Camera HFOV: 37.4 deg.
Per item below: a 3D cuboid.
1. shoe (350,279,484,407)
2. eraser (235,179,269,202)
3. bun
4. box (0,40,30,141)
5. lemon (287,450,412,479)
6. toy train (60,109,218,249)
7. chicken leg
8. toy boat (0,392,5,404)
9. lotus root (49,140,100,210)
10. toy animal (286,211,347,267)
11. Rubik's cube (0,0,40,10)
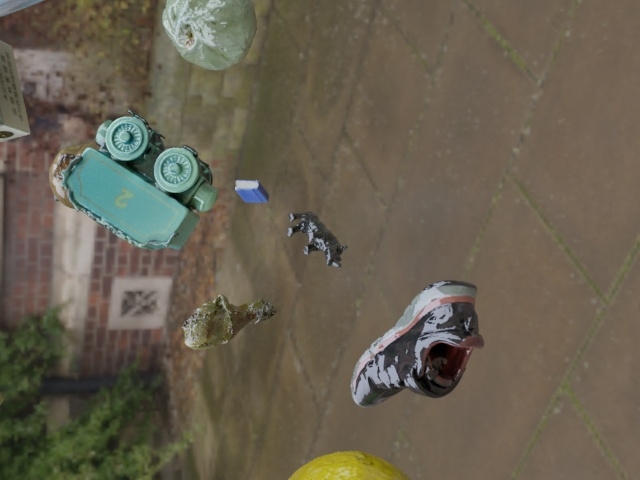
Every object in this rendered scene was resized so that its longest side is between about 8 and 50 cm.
[{"bbox_3d":[0.161,0.191,1.483,0.291,0.114,0.137,-51,42,35],"label":"shoe"},{"bbox_3d":[-0.171,-0.123,2.375,0.084,0.063,0.027,55,-140,-63],"label":"eraser"},{"bbox_3d":[-0.221,-0.421,1.852,0.195,0.118,0.195,17,127,24],"label":"bun"},{"bbox_3d":[-0.573,-0.261,1.525,0.256,0.069,0.164,13,-117,-79],"label":"box"},{"bbox_3d":[0.038,0.426,1.279,0.284,0.260,0.260,-54,-13,-48],"label":"lemon"},{"bbox_3d":[-0.256,-0.079,1.366,0.163,0.203,0.112,-57,-9,-2],"label":"toy train"},{"bbox_3d":[-0.205,0.171,2.106,0.103,0.228,0.088,63,159,10],"label":"chicken leg"},{"bbox_3d":[-0.628,0.221,1.592,0.111,0.084,0.276,31,154,21],"label":"toy boat"},{"bbox_3d":[-0.459,-0.124,1.858,0.257,0.154,0.140,-29,-77,-86],"label":"lotus root"},{"bbox_3d":[0.000,0.000,1.640,0.135,0.065,0.047,47,130,35],"label":"toy animal"},{"bbox_3d":[-0.669,-0.667,1.971,0.352,0.352,0.347,-92,-20,-74],"label":"Rubik's cube"}]
